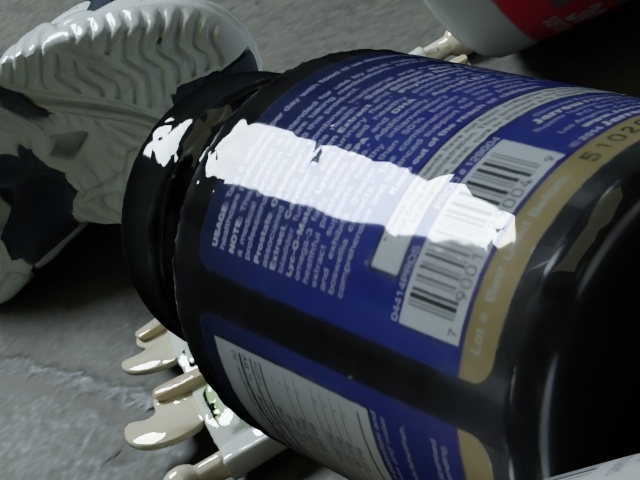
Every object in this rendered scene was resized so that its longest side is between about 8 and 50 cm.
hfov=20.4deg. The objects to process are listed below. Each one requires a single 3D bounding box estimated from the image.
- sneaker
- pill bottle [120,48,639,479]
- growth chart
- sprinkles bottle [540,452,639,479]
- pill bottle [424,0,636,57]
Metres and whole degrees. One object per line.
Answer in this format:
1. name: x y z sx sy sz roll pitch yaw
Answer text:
1. sneaker: -0.082 -0.071 0.774 0.235 0.094 0.153 -39 14 49
2. pill bottle: 0.036 0.012 0.491 0.123 0.123 0.219 -42 32 -18
3. growth chart: 0.000 0.000 0.676 0.172 0.021 0.237 -28 27 10
4. sprinkles bottle: 0.102 0.085 0.311 0.355 0.121 0.121 -20 29 25
5. pill bottle: 0.169 -0.207 0.668 0.318 0.176 0.176 -23 28 20
